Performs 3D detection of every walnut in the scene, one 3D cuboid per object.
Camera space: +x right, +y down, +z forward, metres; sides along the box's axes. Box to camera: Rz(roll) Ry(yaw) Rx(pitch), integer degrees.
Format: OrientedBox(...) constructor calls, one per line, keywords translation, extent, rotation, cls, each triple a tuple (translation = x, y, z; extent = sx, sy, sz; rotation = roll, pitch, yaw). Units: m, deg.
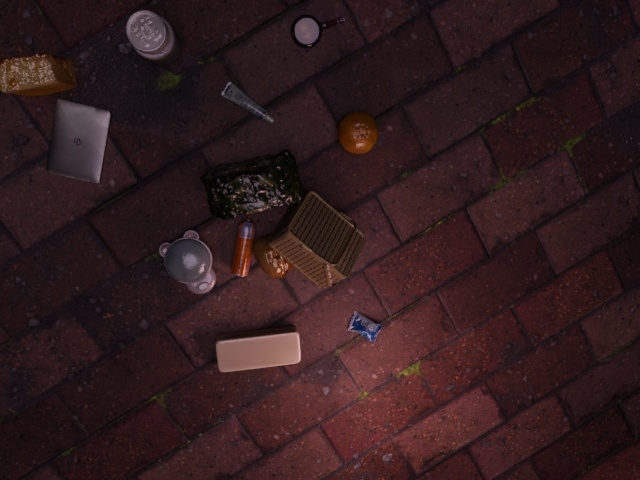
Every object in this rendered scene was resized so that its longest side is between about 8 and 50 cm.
OrientedBox(translation=(-0.176, 0.061, 1.948), extent=(0.144, 0.144, 0.180), rotation=(-27, 96, -2), cls="walnut")

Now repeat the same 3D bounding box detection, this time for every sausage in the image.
OrientedBox(translation=(-0.295, 0.020, 1.952), extent=(0.071, 0.071, 0.235), rotation=(10, 101, -11), cls="sausage")

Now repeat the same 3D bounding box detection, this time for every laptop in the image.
OrientedBox(translation=(-0.868, -0.354, 1.809), extent=(0.187, 0.015, 0.269), rotation=(12, 100, -11), cls="laptop")

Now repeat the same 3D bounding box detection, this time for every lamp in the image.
OrientedBox(translation=(-0.491, 0.095, 1.920), extent=(0.179, 0.108, 0.246), rotation=(-27, 105, 2), cls="lamp")

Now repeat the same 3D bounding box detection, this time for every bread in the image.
OrientedBox(translation=(-0.911, -0.537, 1.630), extent=(0.184, 0.275, 0.114), rotation=(-14, 107, -6), cls="bread")

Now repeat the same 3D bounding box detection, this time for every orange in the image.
OrientedBox(translation=(0.144, -0.405, 1.895), extent=(0.158, 0.136, 0.159), rotation=(-1, 99, -8), cls="orange")

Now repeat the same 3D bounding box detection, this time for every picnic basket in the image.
OrientedBox(translation=(0.000, 0.000, 1.893), extent=(0.312, 0.175, 0.228), rotation=(40, 54, -15), cls="picnic basket")

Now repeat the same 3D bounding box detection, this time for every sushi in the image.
OrientedBox(translation=(-0.241, -0.196, 1.802), extent=(0.351, 0.294, 0.178), rotation=(-14, 108, -7), cls="sushi")

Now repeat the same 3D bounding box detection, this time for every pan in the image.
OrientedBox(translation=(-0.004, -0.777, 1.841), extent=(0.211, 0.040, 0.115), rotation=(-19, 110, -4), cls="pan")

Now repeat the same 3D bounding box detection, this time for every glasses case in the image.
OrientedBox(translation=(-0.251, 0.439, 2.046), extent=(0.335, 0.076, 0.144), rotation=(-4, 102, -8), cls="glasses case")

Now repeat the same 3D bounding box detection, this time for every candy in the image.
OrientedBox(translation=(0.185, 0.365, 2.119), extent=(0.136, 0.038, 0.088), rotation=(27, 94, -4), cls="candy")

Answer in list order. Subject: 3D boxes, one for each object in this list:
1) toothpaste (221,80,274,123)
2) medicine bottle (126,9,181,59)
OrientedBox(translation=(-0.262, -0.501, 1.863), extent=(0.216, 0.037, 0.062), rotation=(33, 96, -10), cls="toothpaste")
OrientedBox(translation=(-0.548, -0.665, 1.667), extent=(0.143, 0.258, 0.144), rotation=(-2, 102, -8), cls="medicine bottle")
